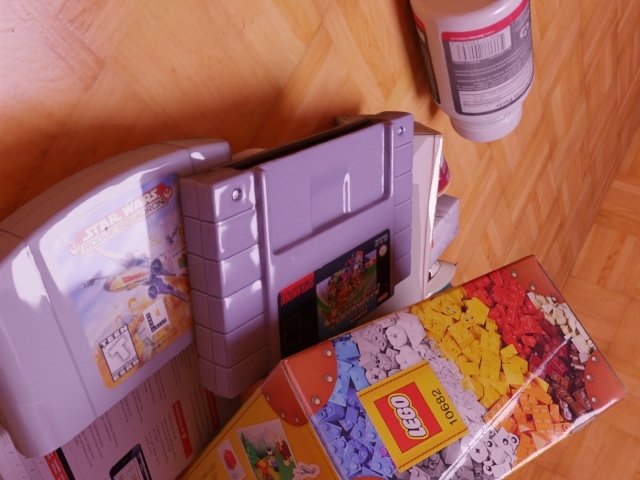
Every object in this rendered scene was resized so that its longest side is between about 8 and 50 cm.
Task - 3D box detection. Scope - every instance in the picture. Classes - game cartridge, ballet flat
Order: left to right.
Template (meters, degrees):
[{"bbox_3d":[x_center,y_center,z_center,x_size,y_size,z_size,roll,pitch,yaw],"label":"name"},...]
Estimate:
[{"bbox_3d":[-0.176,0.029,0.652,0.297,0.062,0.198,-39,135,-40],"label":"game cartridge"},{"bbox_3d":[0.000,0.000,0.796,0.355,0.068,0.230,-28,119,-48],"label":"game cartridge"},{"bbox_3d":[0.194,0.085,1.454,0.248,0.086,0.086,-39,140,-39],"label":"ballet flat"}]

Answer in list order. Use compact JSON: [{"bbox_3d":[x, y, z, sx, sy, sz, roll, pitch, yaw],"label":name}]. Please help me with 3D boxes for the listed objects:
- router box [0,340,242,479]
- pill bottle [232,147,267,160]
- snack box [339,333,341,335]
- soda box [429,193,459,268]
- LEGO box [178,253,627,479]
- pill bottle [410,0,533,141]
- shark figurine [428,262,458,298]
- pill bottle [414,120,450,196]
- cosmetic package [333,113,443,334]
[{"bbox_3d":[-0.229,0.163,0.786,0.301,0.082,0.336,-42,142,-39],"label":"router box"},{"bbox_3d":[-0.044,-0.028,0.926,0.117,0.117,0.215,-65,151,-5],"label":"pill bottle"},{"bbox_3d":[0.074,0.170,1.286,0.141,0.037,0.100,-36,-177,-43],"label":"snack box"},{"bbox_3d":[0.143,0.022,1.298,0.286,0.098,0.091,-45,144,-34],"label":"soda box"},{"bbox_3d":[0.060,0.263,0.903,0.372,0.193,0.500,-17,158,-34],"label":"LEGO box"},{"bbox_3d":[0.256,-0.307,1.175,0.176,0.176,0.318,-57,150,-18],"label":"pill bottle"},{"bbox_3d":[0.236,0.188,1.590,0.116,0.166,0.278,-73,161,-67],"label":"shark figurine"},{"bbox_3d":[0.171,-0.139,1.244,0.086,0.086,0.152,-60,149,-13],"label":"pill bottle"},{"bbox_3d":[0.083,-0.017,1.043,0.113,0.160,0.310,-3,111,-15],"label":"cosmetic package"}]
